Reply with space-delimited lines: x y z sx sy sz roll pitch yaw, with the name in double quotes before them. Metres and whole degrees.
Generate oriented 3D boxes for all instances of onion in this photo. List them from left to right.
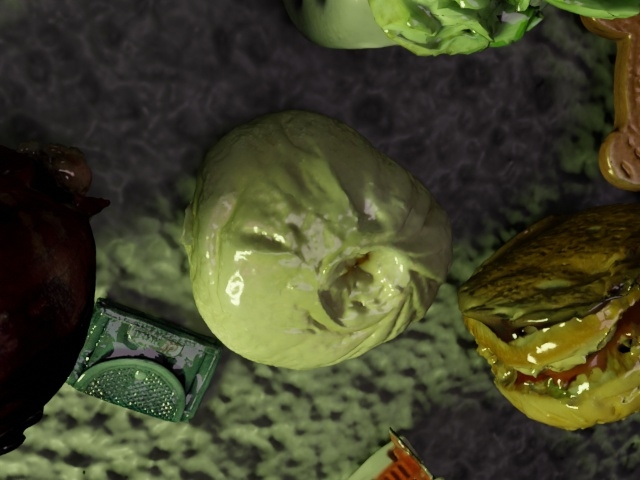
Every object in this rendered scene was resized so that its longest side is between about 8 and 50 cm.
"onion" -0.261 0.027 0.509 0.281 0.281 0.221 -16 114 -15

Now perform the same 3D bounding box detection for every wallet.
"wallet" -0.159 0.113 0.703 0.129 0.026 0.088 25 95 -24

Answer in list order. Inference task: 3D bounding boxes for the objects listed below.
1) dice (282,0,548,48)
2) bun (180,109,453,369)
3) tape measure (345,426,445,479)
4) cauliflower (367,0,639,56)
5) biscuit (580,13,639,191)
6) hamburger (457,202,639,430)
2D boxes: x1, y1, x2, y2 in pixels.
"dice" 0.069 -0.255 0.591 0.192 0.194 0.193 -17 112 -17
"bun" 0.000 0.000 0.665 0.244 0.153 0.244 -4 102 -21
"tape measure" 0.055 0.370 0.804 0.258 0.130 0.265 -39 115 -9
"cauliflower" 0.117 -0.215 0.425 0.272 0.275 0.250 -24 156 -44
"biscuit" 0.353 -0.218 0.764 0.205 0.049 0.324 -9 97 -7
"hamburger" 0.257 0.070 0.737 0.244 0.244 0.163 -29 103 -10
